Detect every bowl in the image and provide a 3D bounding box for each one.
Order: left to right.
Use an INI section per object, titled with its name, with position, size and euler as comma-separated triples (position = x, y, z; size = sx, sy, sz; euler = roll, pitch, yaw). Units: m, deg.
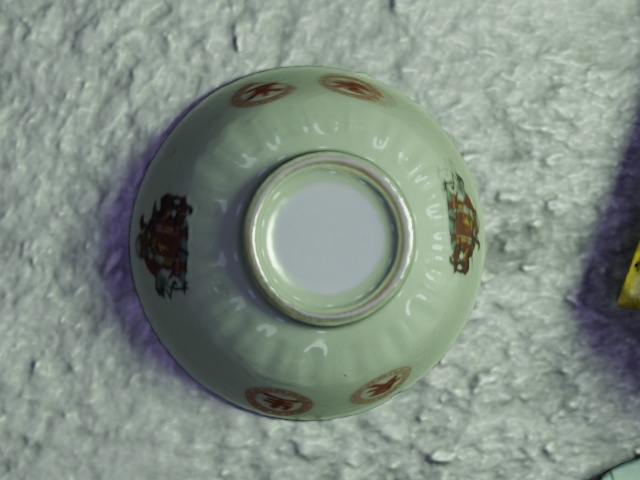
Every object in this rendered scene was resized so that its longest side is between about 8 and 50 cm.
[bowl]
position = 0.000, 0.000, 1.449
size = 0.337, 0.157, 0.337
euler = 0, 89, -7

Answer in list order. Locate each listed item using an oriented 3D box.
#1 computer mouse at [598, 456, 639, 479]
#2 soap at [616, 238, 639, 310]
[computer mouse]
position = 0.351, 0.362, 1.501
size = 0.188, 0.122, 0.371
euler = -1, 85, -7
[soap]
position = 0.453, -0.038, 1.432
size = 0.156, 0.293, 0.335
euler = 21, 86, -42
